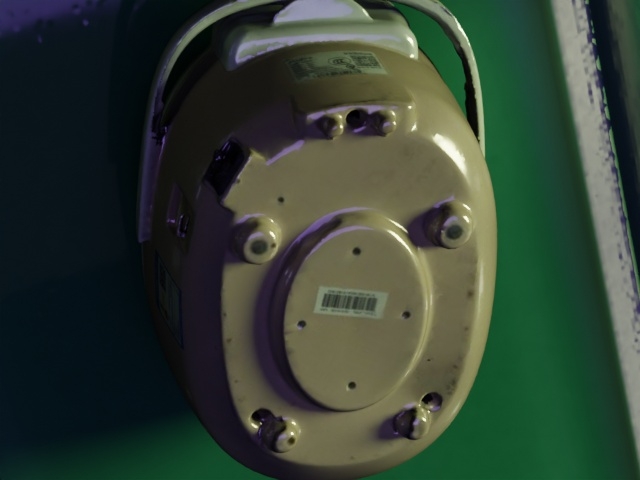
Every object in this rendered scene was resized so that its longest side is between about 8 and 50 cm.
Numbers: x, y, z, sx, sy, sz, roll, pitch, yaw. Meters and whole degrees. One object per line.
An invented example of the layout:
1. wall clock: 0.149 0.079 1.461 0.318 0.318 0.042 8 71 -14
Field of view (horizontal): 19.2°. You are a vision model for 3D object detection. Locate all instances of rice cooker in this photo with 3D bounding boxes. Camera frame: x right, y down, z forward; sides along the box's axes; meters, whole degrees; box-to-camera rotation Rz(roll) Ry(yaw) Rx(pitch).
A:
1. rice cooker: 0.000 0.000 0.763 0.145 0.127 0.206 -5 121 -13
